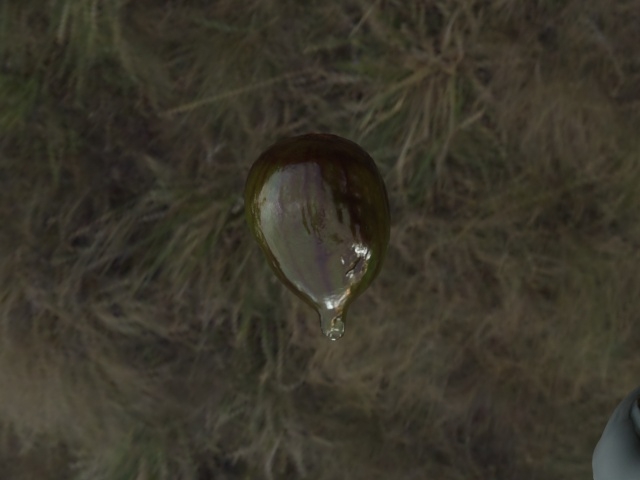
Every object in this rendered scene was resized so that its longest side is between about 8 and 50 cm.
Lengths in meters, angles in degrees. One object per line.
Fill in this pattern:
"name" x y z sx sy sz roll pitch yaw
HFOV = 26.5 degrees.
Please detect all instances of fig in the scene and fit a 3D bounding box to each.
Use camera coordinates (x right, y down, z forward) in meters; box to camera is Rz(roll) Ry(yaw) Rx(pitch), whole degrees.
"fig" 0.000 0.000 0.980 0.103 0.109 0.155 18 112 60

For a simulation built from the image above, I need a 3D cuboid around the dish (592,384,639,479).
"dish" 0.184 0.070 0.547 0.141 0.141 0.078 8 115 14
